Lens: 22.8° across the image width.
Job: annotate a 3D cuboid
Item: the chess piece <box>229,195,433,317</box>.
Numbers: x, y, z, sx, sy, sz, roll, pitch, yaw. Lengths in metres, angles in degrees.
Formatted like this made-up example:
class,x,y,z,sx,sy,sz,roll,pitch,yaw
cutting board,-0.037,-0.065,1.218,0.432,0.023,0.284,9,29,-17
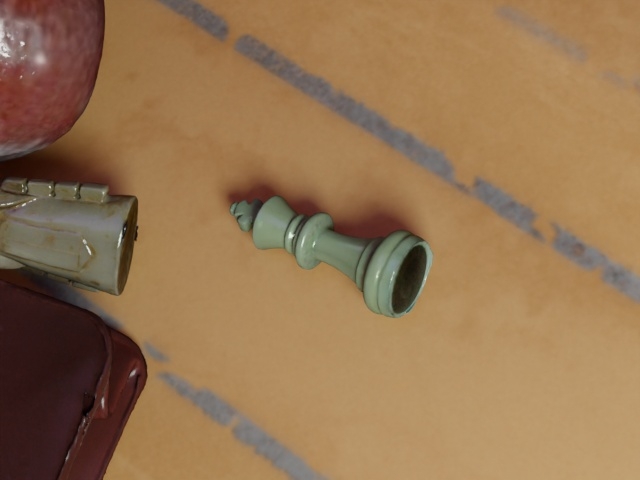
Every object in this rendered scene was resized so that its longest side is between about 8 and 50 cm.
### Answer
class,x,y,z,sx,sy,sz,roll,pitch,yaw
chess piece,0.000,0.000,1.075,0.149,0.059,0.059,24,76,27

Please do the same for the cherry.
class,x,y,z,sx,sy,sz,roll,pitch,yaw
cherry,-0.282,-0.185,1.134,0.236,0.213,0.285,-40,79,39

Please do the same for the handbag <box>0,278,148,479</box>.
class,x,y,z,sx,sy,sz,roll,pitch,yaw
handbag,-0.274,0.151,1.072,0.260,0.084,0.276,18,74,18

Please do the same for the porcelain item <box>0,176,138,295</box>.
class,x,y,z,sx,sy,sz,roll,pitch,yaw
porcelain item,-0.236,-0.017,1.103,0.213,0.054,0.084,12,113,2
